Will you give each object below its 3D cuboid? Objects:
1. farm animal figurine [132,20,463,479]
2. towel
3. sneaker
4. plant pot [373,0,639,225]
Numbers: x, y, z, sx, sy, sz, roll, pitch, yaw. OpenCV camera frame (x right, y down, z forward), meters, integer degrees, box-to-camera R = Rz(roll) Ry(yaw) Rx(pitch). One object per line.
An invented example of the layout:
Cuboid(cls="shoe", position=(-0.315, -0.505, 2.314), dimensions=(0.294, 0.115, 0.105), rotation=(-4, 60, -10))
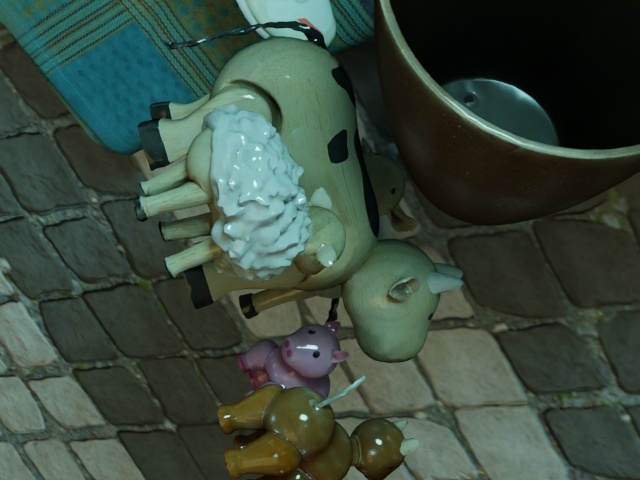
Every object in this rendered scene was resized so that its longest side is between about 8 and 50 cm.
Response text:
Cuboid(cls="farm animal figurine", position=(0.000, 0.000, 1.173), dimensions=(0.172, 0.330, 0.327), rotation=(-16, 119, 4))
Cuboid(cls="towel", position=(-0.114, -0.214, 1.241), dimensions=(0.370, 0.040, 0.271), rotation=(-21, 114, 44))
Cuboid(cls="sneaker", position=(-0.025, -0.191, 1.126), dimensions=(0.075, 0.057, 0.161), rotation=(-8, 119, 45))
Cuboid(cls="plant pot", position=(0.121, -0.101, 1.057), dimensions=(0.215, 0.215, 0.230), rotation=(34, 157, 6))
